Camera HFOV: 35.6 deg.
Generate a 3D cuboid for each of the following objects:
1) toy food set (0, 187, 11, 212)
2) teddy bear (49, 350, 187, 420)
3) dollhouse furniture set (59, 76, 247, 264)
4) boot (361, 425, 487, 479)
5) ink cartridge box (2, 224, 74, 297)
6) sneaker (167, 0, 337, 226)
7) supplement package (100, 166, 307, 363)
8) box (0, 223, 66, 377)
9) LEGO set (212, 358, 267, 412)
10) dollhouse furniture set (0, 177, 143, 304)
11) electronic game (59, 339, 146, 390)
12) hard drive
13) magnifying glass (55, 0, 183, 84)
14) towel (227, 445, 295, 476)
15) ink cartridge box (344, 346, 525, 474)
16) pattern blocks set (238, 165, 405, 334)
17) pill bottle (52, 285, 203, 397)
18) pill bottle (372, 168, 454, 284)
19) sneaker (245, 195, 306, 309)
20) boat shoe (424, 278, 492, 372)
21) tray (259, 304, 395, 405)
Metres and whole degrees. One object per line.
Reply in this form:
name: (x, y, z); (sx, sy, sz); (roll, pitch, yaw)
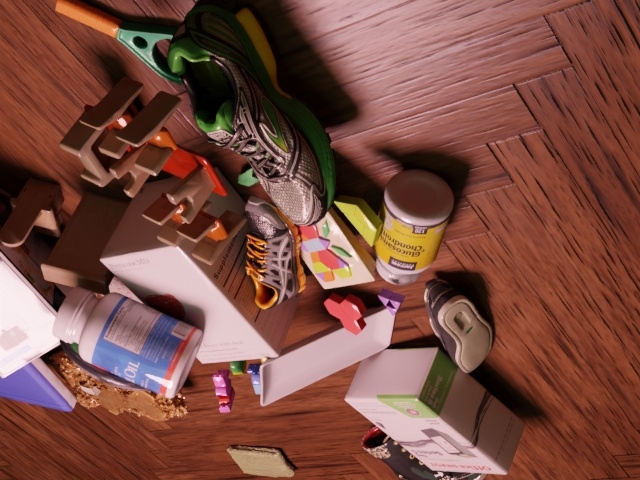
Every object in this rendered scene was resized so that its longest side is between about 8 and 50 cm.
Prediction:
toy food set: (-0.620, -0.069, 1.842); (0.078, 0.019, 0.122); (35, 140, -19)
teddy bear: (-0.437, 0.303, 2.175); (0.338, 0.113, 0.245); (-11, 127, 45)
dollhouse furniture set: (-0.238, -0.126, 1.426); (0.259, 0.135, 0.262); (24, 154, 34)
boot: (0.216, 0.444, 2.057); (0.236, 0.085, 0.178); (-22, 124, 42)
ink cartridge box: (-0.556, 0.074, 1.865); (0.127, 0.128, 0.176); (-36, 121, 10)
sneaker: (-0.101, -0.152, 1.356); (0.134, 0.146, 0.343); (-13, 120, 40)
supplement package: (-0.188, 0.049, 1.665); (0.177, 0.175, 0.293); (-10, 134, 34)
box: (-0.579, 0.086, 1.739); (0.169, 0.087, 0.290); (-29, 121, 6)
LEGO set: (-0.130, 0.194, 1.807); (0.087, 0.227, 0.093); (-5, 126, 12)
dollhouse furniture set: (-0.409, 0.093, 1.823); (0.303, 0.174, 0.356); (15, 143, 7)
electronic game: (-0.341, 0.190, 1.737); (0.229, 0.229, 0.048); (22, 108, -3)
hard drive: (-0.674, 0.262, 2.118); (0.210, 0.040, 0.319); (8, 148, 19)
magnifying glass: (-0.261, -0.286, 1.404); (0.231, 0.026, 0.092); (25, 143, -6)
towel: (-0.141, 0.522, 2.363); (0.148, 0.027, 0.110); (-3, 137, 28)
ink cartridge box: (0.214, 0.319, 1.851); (0.273, 0.115, 0.198); (42, 149, -26)
pattern blocks set: (0.000, 0.000, 1.547); (0.325, 0.026, 0.285); (47, 148, -2)
pill bottle: (-0.314, 0.159, 1.618); (0.221, 0.124, 0.124); (24, 143, 3)
pill bottle: (0.134, -0.014, 1.503); (0.103, 0.103, 0.184); (16, 143, 5)
sneaker: (-0.081, 0.024, 1.565); (0.084, 0.083, 0.215); (25, 144, 39)
boat shoe: (0.234, 0.146, 1.700); (0.079, 0.084, 0.233); (41, 169, 40)
tray: (0.009, 0.193, 1.756); (0.030, 0.270, 0.145); (55, 157, 32)
